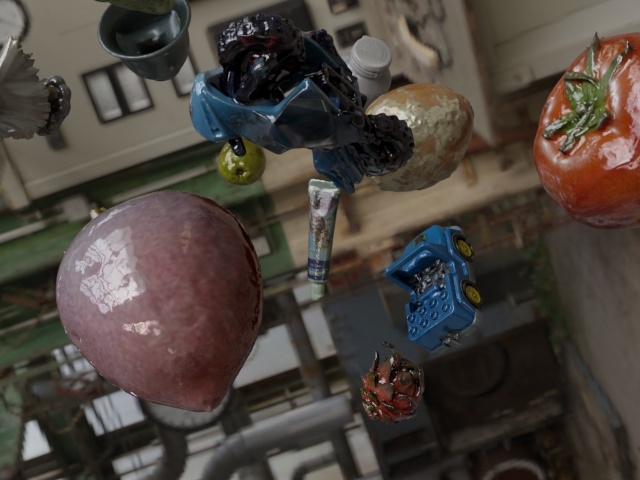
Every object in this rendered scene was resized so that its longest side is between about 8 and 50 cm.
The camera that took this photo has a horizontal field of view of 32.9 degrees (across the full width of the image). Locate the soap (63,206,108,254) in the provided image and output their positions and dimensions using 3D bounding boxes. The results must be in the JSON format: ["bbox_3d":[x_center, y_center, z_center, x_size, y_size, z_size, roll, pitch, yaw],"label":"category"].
[{"bbox_3d":[-0.371,0.112,2.382,0.339,0.169,0.304,56,-167,26],"label":"soap"}]

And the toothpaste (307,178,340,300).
[{"bbox_3d":[0.000,0.000,1.917,0.037,0.062,0.216,-24,-60,-67],"label":"toothpaste"}]

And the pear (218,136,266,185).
[{"bbox_3d":[-0.174,-0.175,2.406,0.131,0.107,0.107,-100,-8,-56],"label":"pear"}]

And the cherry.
[{"bbox_3d":[-0.174,0.064,1.214,0.239,0.239,0.206,-109,10,-56],"label":"cherry"}]

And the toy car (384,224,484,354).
[{"bbox_3d":[0.151,0.057,1.482,0.100,0.097,0.191,28,-141,-30],"label":"toy car"}]

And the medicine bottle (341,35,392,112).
[{"bbox_3d":[0.091,-0.366,2.504,0.215,0.135,0.135,115,141,-55],"label":"medicine bottle"}]

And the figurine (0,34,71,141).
[{"bbox_3d":[-0.575,-0.241,1.743,0.166,0.207,0.387,50,-156,24],"label":"figurine"}]

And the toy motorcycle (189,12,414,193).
[{"bbox_3d":[-0.040,-0.195,1.683,0.416,0.232,0.172,32,-141,-44],"label":"toy motorcycle"}]

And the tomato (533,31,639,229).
[{"bbox_3d":[0.537,-0.182,1.868,0.341,0.272,0.341,-35,46,48],"label":"tomato"}]

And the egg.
[{"bbox_3d":[0.170,-0.188,1.966,0.195,0.233,0.195,52,180,0],"label":"egg"}]

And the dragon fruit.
[{"bbox_3d":[0.128,0.267,1.969,0.130,0.142,0.121,40,-140,-2],"label":"dragon fruit"}]

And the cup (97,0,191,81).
[{"bbox_3d":[-0.348,-0.409,2.269,0.150,0.199,0.199,72,179,-57],"label":"cup"}]

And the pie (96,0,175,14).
[{"bbox_3d":[-0.320,-0.395,1.569,0.201,0.248,0.090,22,93,62],"label":"pie"}]
